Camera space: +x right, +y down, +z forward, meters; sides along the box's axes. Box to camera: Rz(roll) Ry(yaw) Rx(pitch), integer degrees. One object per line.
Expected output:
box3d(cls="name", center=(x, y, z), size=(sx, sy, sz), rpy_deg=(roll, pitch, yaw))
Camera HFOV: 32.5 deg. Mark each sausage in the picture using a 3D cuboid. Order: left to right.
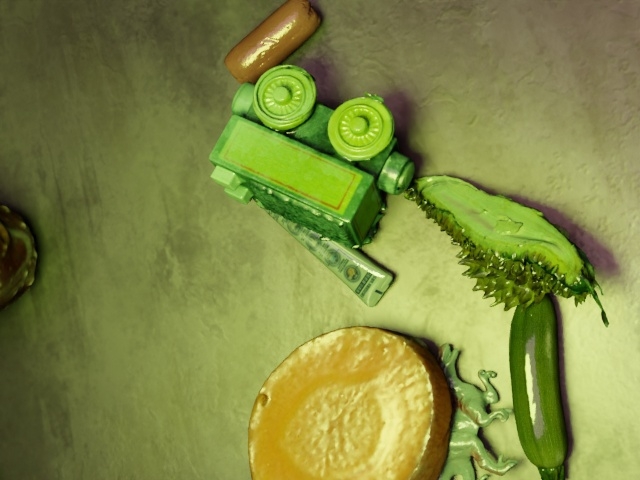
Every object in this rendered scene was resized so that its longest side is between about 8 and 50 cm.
box3d(cls="sausage", center=(-0.069, -0.289, 1.590), size=(0.154, 0.062, 0.062), rpy_deg=(-39, 75, 13))

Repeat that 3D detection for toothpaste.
box3d(cls="toothpaste", center=(0.000, 0.000, 1.559), size=(0.239, 0.039, 0.062), rpy_deg=(40, 115, 16))

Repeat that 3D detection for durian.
box3d(cls="durian", center=(0.247, 0.014, 1.426), size=(0.132, 0.106, 0.375), rpy_deg=(-45, 48, -12))

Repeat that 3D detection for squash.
box3d(cls="squash", center=(0.283, 0.190, 1.434), size=(0.069, 0.069, 0.258), rpy_deg=(-6, 84, 18))

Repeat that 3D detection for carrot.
box3d(cls="carrot", center=(0.041, 0.255, 1.479), size=(0.258, 0.100, 0.307), rpy_deg=(40, 105, 23))

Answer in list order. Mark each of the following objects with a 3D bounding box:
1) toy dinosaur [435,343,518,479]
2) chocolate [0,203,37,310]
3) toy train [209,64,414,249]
box3d(cls="toy dinosaur", center=(0.176, 0.282, 1.473), size=(0.167, 0.053, 0.242), rpy_deg=(31, 97, 19))
box3d(cls="chocolate", center=(-0.583, 0.041, 1.669), size=(0.340, 0.210, 0.225), rpy_deg=(-15, 89, 19))
box3d(cls="toy train", center=(-0.011, -0.115, 1.498), size=(0.272, 0.159, 0.188), rpy_deg=(26, 81, 14))
